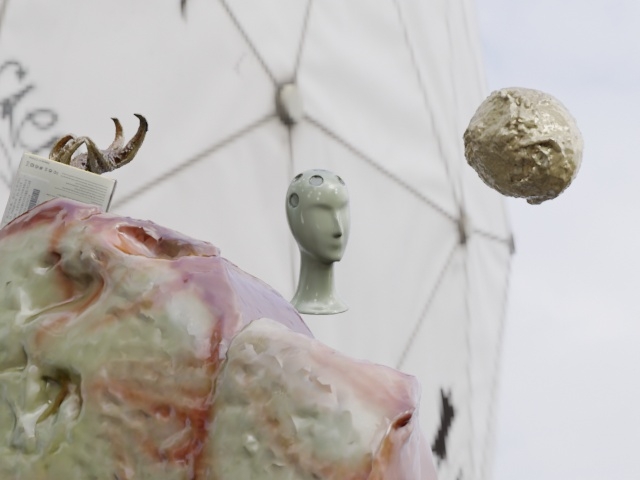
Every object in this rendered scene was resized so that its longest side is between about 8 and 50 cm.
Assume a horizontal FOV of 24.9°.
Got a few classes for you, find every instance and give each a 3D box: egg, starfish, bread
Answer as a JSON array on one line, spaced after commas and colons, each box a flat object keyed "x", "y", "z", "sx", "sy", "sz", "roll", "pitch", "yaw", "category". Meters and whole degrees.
[{"x": 0.203, "y": -0.096, "z": 1.457, "sx": 0.116, "sy": 0.140, "sz": 0.118, "roll": 6, "pitch": -68, "yaw": -28, "category": "egg"}, {"x": -0.319, "y": -0.133, "z": 2.095, "sx": 0.146, "sy": 0.074, "sz": 0.190, "roll": -18, "pitch": 10, "yaw": -13, "category": "starfish"}, {"x": -0.106, "y": 0.142, "z": 0.709, "sx": 0.295, "sy": 0.327, "sz": 0.114, "roll": -58, "pitch": -37, "yaw": -1, "category": "bread"}]

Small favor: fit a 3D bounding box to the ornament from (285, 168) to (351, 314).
[{"x": 0.000, "y": 0.000, "z": 1.580, "sx": 0.074, "sy": 0.156, "sz": 0.081, "roll": -6, "pitch": 14, "yaw": -32, "category": "ornament"}]

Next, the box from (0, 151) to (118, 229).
[{"x": -0.354, "y": 0.019, "z": 1.841, "sx": 0.129, "sy": 0.247, "sz": 0.033, "roll": 19, "pitch": -16, "yaw": -10, "category": "box"}]
